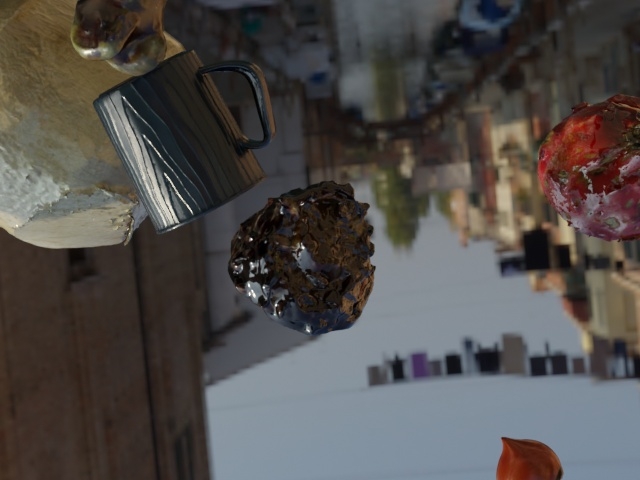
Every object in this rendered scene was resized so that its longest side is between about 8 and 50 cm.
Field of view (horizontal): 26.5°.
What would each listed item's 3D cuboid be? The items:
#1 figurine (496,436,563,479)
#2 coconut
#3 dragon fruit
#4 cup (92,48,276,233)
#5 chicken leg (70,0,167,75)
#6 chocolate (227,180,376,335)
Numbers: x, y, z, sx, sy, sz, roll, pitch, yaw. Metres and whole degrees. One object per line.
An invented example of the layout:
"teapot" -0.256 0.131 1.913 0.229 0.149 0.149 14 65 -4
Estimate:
"figurine" 0.209 0.265 1.371 0.075 0.140 0.068 -9 180 -14
"coconut" -0.356 -0.170 1.792 0.360 0.346 0.346 33 -177 -2
"dragon fruit" 0.288 -0.089 1.282 0.153 0.153 0.111 -6 154 -14
"cup" -0.117 -0.101 1.257 0.150 0.138 0.113 -29 -171 -12
"chicken leg" -0.070 -0.306 1.003 0.361 0.211 0.140 -36 136 20
"chocolate" 0.000 0.000 1.894 0.224 0.206 0.177 -8 144 -31
